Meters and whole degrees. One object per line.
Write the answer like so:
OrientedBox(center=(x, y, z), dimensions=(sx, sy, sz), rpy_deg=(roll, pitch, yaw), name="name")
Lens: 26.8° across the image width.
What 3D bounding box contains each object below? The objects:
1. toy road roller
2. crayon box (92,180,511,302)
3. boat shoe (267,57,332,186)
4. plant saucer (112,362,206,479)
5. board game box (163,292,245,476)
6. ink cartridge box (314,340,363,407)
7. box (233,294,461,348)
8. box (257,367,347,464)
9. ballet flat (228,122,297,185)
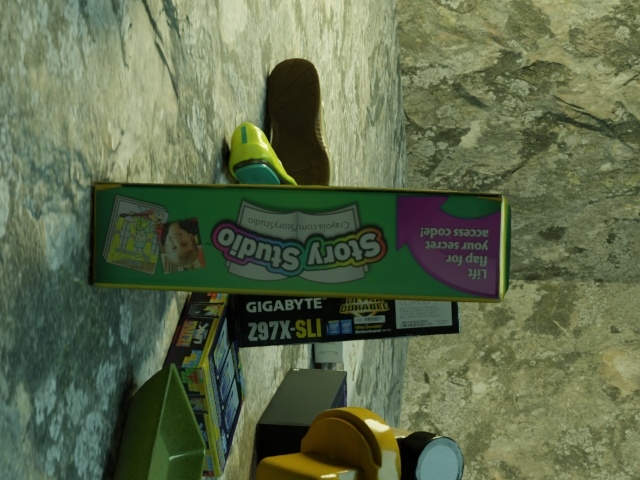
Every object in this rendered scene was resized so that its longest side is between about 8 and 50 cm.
OrientedBox(center=(0.037, 0.392, 1.832), dimensions=(0.241, 0.203, 0.329), rpy_deg=(0, 95, -39), name="toy road roller")
OrientedBox(center=(0.000, 0.000, 1.304), dimensions=(0.313, 0.363, 0.106), rpy_deg=(9, 83, -81), name="crayon box")
OrientedBox(center=(-0.027, -0.118, 1.928), dimensions=(0.089, 0.105, 0.285), rpy_deg=(57, 35, -70), name="boat shoe")
OrientedBox(center=(-0.165, 0.244, 1.325), dimensions=(0.188, 0.045, 0.188), rpy_deg=(80, 15, -54), name="plant saucer")
OrientedBox(center=(-0.129, 0.160, 1.526), dimensions=(0.141, 0.048, 0.170), rpy_deg=(-73, 162, -52), name="board game box")
OrientedBox(center=(0.036, 0.167, 2.519), dimensions=(0.275, 0.060, 0.238), rpy_deg=(-67, 158, -67), name="ink cartridge box")
OrientedBox(center=(0.028, 0.058, 1.664), dimensions=(0.322, 0.257, 0.079), rpy_deg=(-90, 175, -82), name="box")
OrientedBox(center=(-0.023, 0.322, 2.058), dimensions=(0.261, 0.103, 0.184), rpy_deg=(-54, 142, -74), name="box")
OrientedBox(center=(-0.073, -0.086, 1.768), dimensions=(0.231, 0.077, 0.077), rpy_deg=(65, 12, -66), name="ballet flat")
